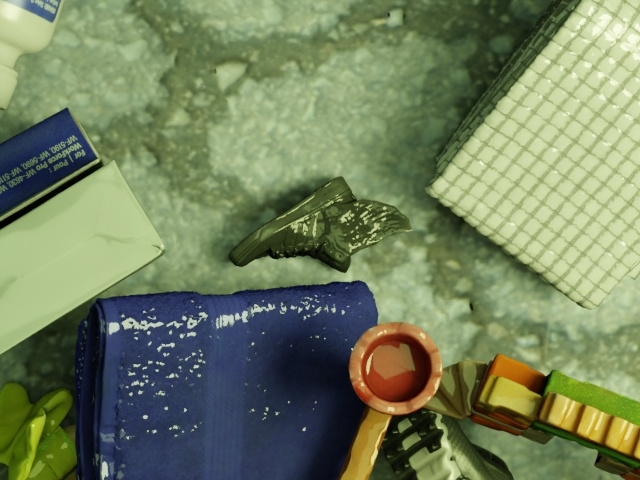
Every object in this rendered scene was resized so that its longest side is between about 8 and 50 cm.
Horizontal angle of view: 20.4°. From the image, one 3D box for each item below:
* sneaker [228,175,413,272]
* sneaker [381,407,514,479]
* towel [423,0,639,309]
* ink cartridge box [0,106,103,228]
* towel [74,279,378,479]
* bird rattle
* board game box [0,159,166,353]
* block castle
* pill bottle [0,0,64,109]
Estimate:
[{"bbox_3d":[0.000,0.000,1.778,0.170,0.051,0.089,-34,89,-8],"label":"sneaker"},{"bbox_3d":[0.136,0.230,1.784,0.078,0.106,0.234,-37,77,30],"label":"sneaker"},{"bbox_3d":[0.270,-0.101,1.746,0.235,0.121,0.283,34,108,-13],"label":"towel"},{"bbox_3d":[-0.278,-0.048,1.608,0.165,0.333,0.065,-31,93,-6],"label":"ink cartridge box"},{"bbox_3d":[-0.091,0.152,1.705,0.308,0.076,0.227,-3,103,-32],"label":"towel"},{"bbox_3d":[-0.247,0.266,1.723,0.207,0.143,0.253,1,93,-22],"label":"bird rattle"},{"bbox_3d":[-0.257,0.029,1.625,0.224,0.303,0.097,-31,92,-5],"label":"board game box"},{"bbox_3d":[0.205,0.278,1.603,0.453,0.213,0.303,20,80,5],"label":"block castle"},{"bbox_3d":[-0.311,-0.270,1.693,0.152,0.152,0.272,19,88,-6],"label":"pill bottle"}]
